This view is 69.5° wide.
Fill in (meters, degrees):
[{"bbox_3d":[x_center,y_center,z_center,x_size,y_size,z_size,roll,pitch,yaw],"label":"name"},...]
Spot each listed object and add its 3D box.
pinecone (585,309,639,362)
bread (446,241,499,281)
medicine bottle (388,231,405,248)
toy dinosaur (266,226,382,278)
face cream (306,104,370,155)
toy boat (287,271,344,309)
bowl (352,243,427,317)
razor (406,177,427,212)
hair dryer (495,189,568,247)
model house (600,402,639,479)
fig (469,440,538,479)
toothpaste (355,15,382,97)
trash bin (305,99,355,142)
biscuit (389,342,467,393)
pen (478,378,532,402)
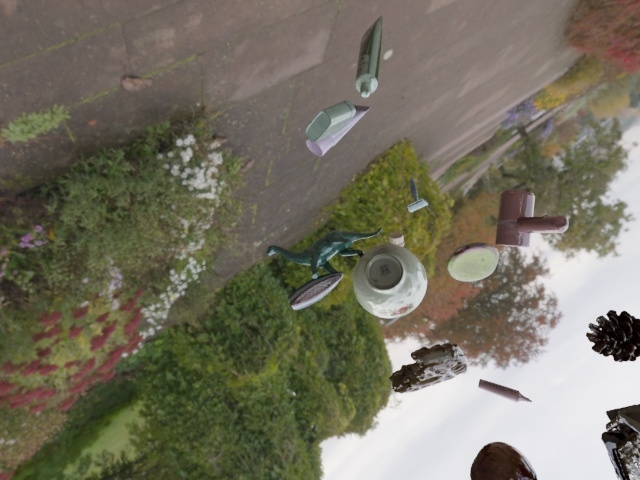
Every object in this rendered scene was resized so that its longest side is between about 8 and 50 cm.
[{"bbox_3d":[1.117,0.367,1.750,0.208,0.207,0.207,-37,168,-9],"label":"pinecone"},{"bbox_3d":[0.656,0.098,1.973,0.228,0.228,0.033,-45,-152,28],"label":"bread"},{"bbox_3d":[0.356,0.083,2.163,0.114,0.114,0.252,-30,126,-36],"label":"medicine bottle"},{"bbox_3d":[0.000,0.000,1.805,0.383,0.331,0.129,-39,133,-10],"label":"toy dinosaur"},{"bbox_3d":[0.061,-0.453,1.822,0.274,0.154,0.096,-47,131,-18],"label":"face cream"},{"bbox_3d":[-0.012,0.177,1.682,0.229,0.080,0.046,-30,-178,0],"label":"toy boat"},{"bbox_3d":[0.237,0.131,1.650,0.277,0.277,0.145,-39,156,1],"label":"bowl"},{"bbox_3d":[0.327,-0.167,1.610,0.068,0.135,0.040,-25,137,25],"label":"razor"},{"bbox_3d":[0.765,-0.079,1.651,0.125,0.210,0.352,6,180,-11],"label":"hair dryer"},{"bbox_3d":[0.942,0.562,1.206,0.317,0.297,0.282,-17,133,-11],"label":"model house"},{"bbox_3d":[0.547,0.698,1.356,0.205,0.205,0.205,-37,168,-9],"label":"fig"},{"bbox_3d":[0.142,-0.534,1.351,0.099,0.061,0.392,-36,-148,41],"label":"toothpaste"},{"bbox_3d":[0.030,-0.362,1.399,0.130,0.059,0.116,-36,176,-42],"label":"trash bin"},{"bbox_3d":[0.440,0.503,1.829,0.268,0.115,0.366,-7,152,-19],"label":"biscuit"},{"bbox_3d":[0.704,0.579,1.759,0.053,0.197,0.032,-45,147,-60],"label":"pen"}]
